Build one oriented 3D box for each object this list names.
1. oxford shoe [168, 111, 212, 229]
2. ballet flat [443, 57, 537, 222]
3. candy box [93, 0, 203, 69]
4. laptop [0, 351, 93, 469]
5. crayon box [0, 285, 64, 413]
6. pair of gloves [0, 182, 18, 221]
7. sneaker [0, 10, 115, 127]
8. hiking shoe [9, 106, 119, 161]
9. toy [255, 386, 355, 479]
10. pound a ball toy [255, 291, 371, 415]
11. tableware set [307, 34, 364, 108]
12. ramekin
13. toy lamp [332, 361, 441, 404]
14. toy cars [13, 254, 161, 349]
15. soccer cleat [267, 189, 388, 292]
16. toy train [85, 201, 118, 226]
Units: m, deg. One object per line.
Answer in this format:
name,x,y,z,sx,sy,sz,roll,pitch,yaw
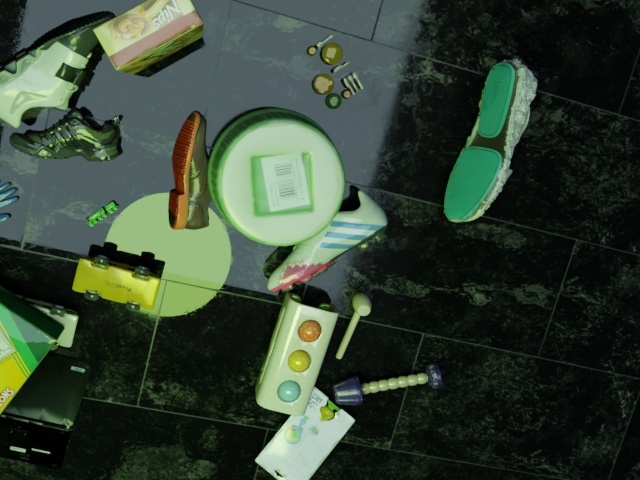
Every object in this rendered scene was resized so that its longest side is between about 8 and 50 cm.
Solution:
oxford shoe,-0.283,-0.157,1.576,0.098,0.097,0.271,3,107,-30
ballet flat,0.427,-0.225,1.652,0.147,0.147,0.408,16,99,-12
candy box,-0.335,-0.416,1.384,0.183,0.316,0.087,-30,105,-3
laptop,-0.702,0.400,1.655,0.234,0.136,0.264,17,124,-12
crayon box,-0.798,0.254,1.480,0.313,0.106,0.363,37,93,-14
pair of gloves,-0.778,-0.117,1.527,0.159,0.023,0.198,-31,104,-2
sneaker,-0.560,-0.365,1.474,0.331,0.122,0.146,-33,123,-2
hiking shoe,-0.558,-0.237,1.508,0.227,0.086,0.114,1,103,-19
toy,-0.039,0.507,1.759,0.137,0.056,0.237,40,86,1
pound a ball toy,-0.013,0.266,1.675,0.208,0.136,0.319,17,99,-12
tableware set,0.023,-0.390,1.601,0.104,0.024,0.154,-33,106,2
ramekin,-0.091,-0.132,1.489,0.304,0.148,0.303,-2,102,-10
toy lamp,0.168,0.367,1.757,0.275,0.080,0.080,-11,103,-8
toy cars,-0.559,0.135,1.588,0.394,0.087,0.176,-24,104,0
soccer cleat,0.000,0.000,1.645,0.331,0.116,0.143,-30,89,-4
toy train,-0.505,-0.061,1.586,0.083,0.017,0.023,-34,95,-1
